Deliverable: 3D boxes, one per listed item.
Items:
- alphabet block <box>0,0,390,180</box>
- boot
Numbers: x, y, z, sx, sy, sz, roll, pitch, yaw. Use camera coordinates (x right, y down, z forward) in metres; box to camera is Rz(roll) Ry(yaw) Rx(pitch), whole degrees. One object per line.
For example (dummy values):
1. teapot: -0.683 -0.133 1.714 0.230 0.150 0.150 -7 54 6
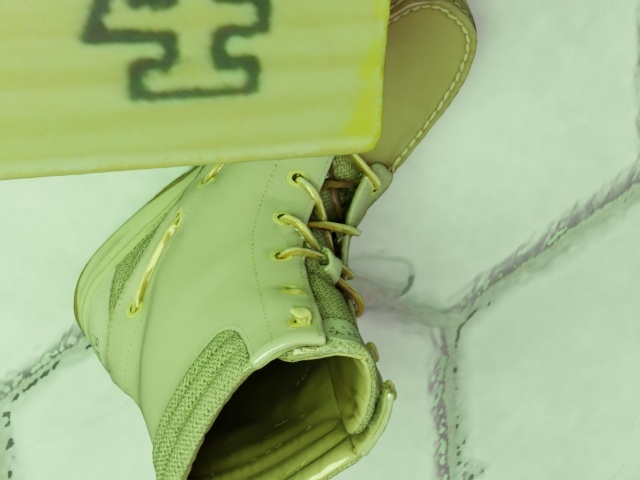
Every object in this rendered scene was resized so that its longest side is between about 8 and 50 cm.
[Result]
1. alphabet block: -0.089 -0.147 0.799 0.197 0.192 0.193 -6 117 -17
2. boot: 0.000 0.000 0.886 0.262 0.203 0.095 -44 120 6
